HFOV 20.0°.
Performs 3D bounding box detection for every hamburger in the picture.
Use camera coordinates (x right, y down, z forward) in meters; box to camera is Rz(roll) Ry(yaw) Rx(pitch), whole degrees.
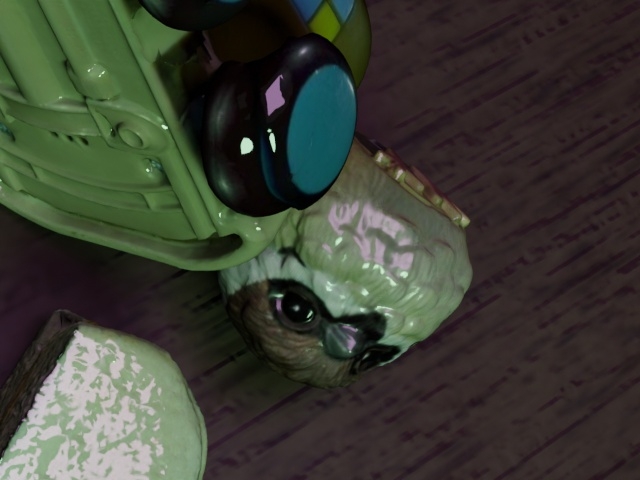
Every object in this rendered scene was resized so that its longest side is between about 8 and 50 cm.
[{"bbox_3d":[-0.085,0.092,0.643,0.084,0.054,0.121,39,64,-18],"label":"hamburger"}]

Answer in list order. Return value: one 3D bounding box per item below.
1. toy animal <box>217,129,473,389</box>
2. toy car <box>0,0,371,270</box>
[{"bbox_3d":[0.000,0.000,0.707,0.098,0.137,0.098,-9,119,-16],"label":"toy animal"},{"bbox_3d":[-0.063,-0.131,0.613,0.198,0.204,0.248,-58,147,-29],"label":"toy car"}]
